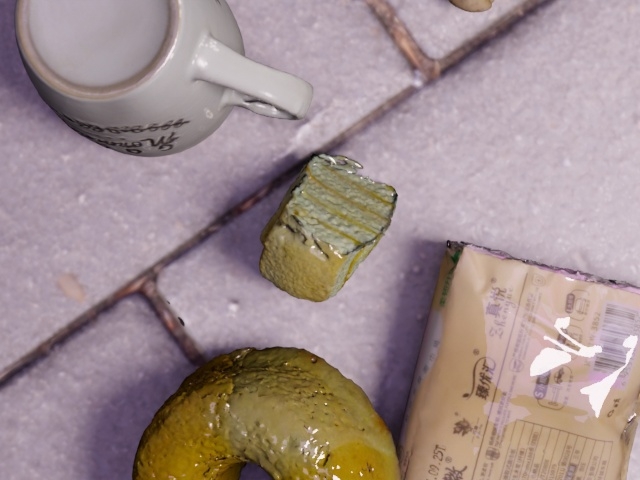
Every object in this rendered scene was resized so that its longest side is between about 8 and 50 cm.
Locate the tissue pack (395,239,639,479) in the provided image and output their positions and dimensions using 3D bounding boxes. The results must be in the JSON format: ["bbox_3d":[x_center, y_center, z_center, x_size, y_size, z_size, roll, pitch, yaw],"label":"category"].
[{"bbox_3d":[0.189,0.145,1.019,0.215,0.123,0.256,14,89,3],"label":"tissue pack"}]

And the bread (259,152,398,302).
[{"bbox_3d":[0.001,-0.001,1.041,0.103,0.156,0.110,31,123,8],"label":"bread"}]

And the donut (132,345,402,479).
[{"bbox_3d":[-0.059,0.235,0.996,0.272,0.107,0.271,2,94,25],"label":"donut"}]

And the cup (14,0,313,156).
[{"bbox_3d":[-0.131,-0.162,0.974,0.258,0.234,0.186,16,91,-1],"label":"cup"}]

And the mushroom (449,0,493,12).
[{"bbox_3d":[0.192,-0.339,1.033,0.118,0.103,0.270,13,96,1],"label":"mushroom"}]
